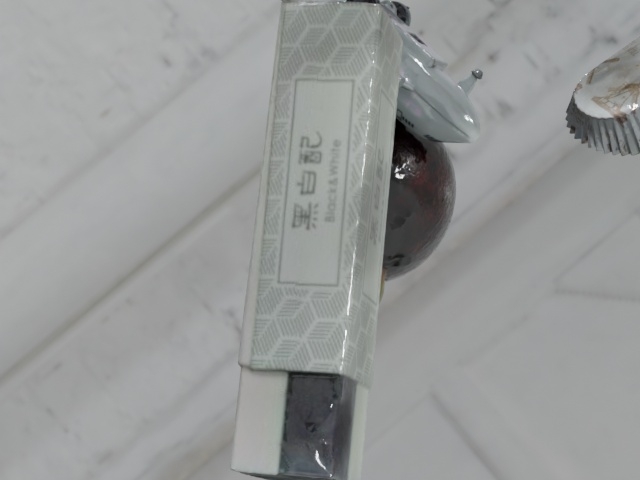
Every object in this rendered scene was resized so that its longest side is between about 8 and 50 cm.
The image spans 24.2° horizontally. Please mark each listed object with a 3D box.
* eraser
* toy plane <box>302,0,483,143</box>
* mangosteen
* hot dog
[{"bbox_3d":[0.000,0.000,1.257,0.098,0.096,0.404,43,50,-69],"label":"eraser"},{"bbox_3d":[0.074,-0.190,1.563,0.255,0.101,0.251,38,15,22],"label":"toy plane"},{"bbox_3d":[0.031,-0.034,1.666,0.228,0.265,0.228,21,-27,11],"label":"mangosteen"},{"bbox_3d":[0.263,-0.124,1.065,0.099,0.192,0.053,39,-21,43],"label":"hot dog"}]
